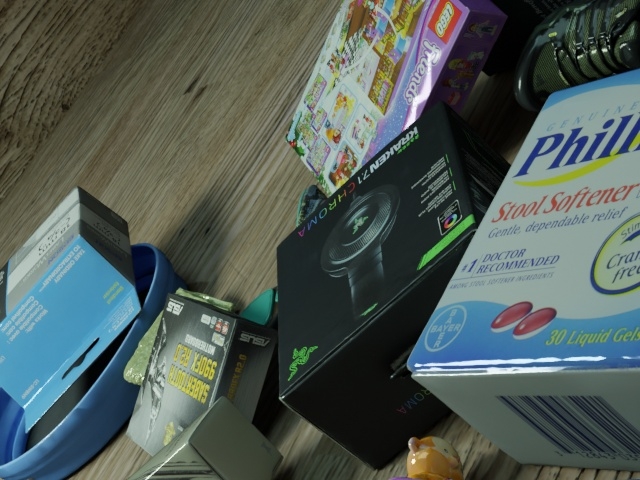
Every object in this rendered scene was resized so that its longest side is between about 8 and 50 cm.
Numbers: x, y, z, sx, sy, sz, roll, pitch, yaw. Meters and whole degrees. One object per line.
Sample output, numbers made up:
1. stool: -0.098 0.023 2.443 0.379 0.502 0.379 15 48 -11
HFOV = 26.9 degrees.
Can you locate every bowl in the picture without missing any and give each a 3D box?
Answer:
1. bowl: -0.336 0.180 1.910 0.391 0.077 0.391 -40 24 22

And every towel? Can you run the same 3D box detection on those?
1. towel: -0.180 0.131 1.720 0.110 0.027 0.148 15 65 40

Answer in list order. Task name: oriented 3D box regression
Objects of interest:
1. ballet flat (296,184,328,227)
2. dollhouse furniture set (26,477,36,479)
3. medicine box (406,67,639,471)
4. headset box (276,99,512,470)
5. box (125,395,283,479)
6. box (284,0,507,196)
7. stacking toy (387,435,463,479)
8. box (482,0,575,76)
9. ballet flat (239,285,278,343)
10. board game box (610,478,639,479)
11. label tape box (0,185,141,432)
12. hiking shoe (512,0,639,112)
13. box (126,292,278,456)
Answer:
1. ballet flat: 0.000 0.000 1.609 0.070 0.070 0.188 -32 30 36
2. dollhouse furniture set: -0.240 0.409 1.124 0.303 0.174 0.355 -33 40 29
3. medicine box: 0.246 0.015 0.994 0.263 0.149 0.289 -11 45 57
4. headset box: 0.085 0.043 1.273 0.246 0.131 0.283 -41 24 21
5. box: -0.171 0.285 1.361 0.275 0.094 0.113 -43 3 24
6. box: 0.074 -0.175 1.489 0.201 0.057 0.293 55 131 41
7. stacking toy: 0.066 0.246 1.005 0.166 0.175 0.302 -35 13 31
8. box: 0.273 -0.387 1.528 0.294 0.183 0.296 -22 36 51
9. ballet flat: -0.032 0.076 1.507 0.203 0.074 0.074 -47 18 43
10. board game box: 0.200 0.228 0.858 0.194 0.060 0.194 -56 22 -15
11. label tape box: -0.379 0.085 1.902 0.240 0.106 0.334 -47 22 8
12. hiking shoe: 0.287 -0.201 1.342 0.227 0.086 0.114 -39 21 22
13. box: -0.139 0.165 1.517 0.231 0.056 0.183 14 86 65
